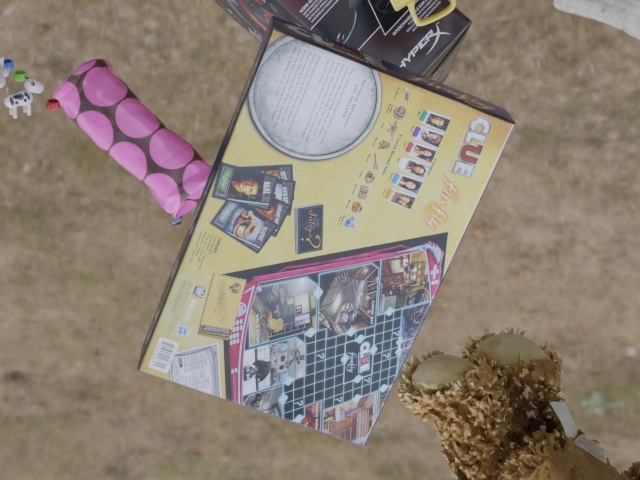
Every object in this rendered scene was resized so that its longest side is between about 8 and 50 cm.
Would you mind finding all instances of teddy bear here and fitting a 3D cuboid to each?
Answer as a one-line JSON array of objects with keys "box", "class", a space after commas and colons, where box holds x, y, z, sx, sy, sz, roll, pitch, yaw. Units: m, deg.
[{"box": [0.190, 0.218, 1.038, 0.338, 0.245, 0.113, 46, 125, 8], "class": "teddy bear"}]

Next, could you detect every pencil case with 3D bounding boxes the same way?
[{"box": [-0.212, -0.119, 1.493, 0.209, 0.098, 0.095, 46, 108, 1], "class": "pencil case"}]

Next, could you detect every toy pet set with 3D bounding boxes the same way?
[{"box": [-0.345, -0.177, 1.315, 0.114, 0.122, 0.065, -20, 131, -34], "class": "toy pet set"}]

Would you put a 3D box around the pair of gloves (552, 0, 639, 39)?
[{"box": [0.295, -0.234, 0.889, 0.240, 0.204, 0.042, -60, 153, 9], "class": "pair of gloves"}]

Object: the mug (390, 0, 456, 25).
[{"box": [0.079, -0.225, 1.043, 0.064, 0.062, 0.078, -25, 143, 8], "class": "mug"}]

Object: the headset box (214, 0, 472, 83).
[{"box": [-0.009, -0.239, 1.224, 0.293, 0.110, 0.218, 42, 174, 5], "class": "headset box"}]

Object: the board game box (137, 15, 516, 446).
[{"box": [0.000, 0.000, 0.823, 0.165, 0.042, 0.243, 21, 108, -10], "class": "board game box"}]
